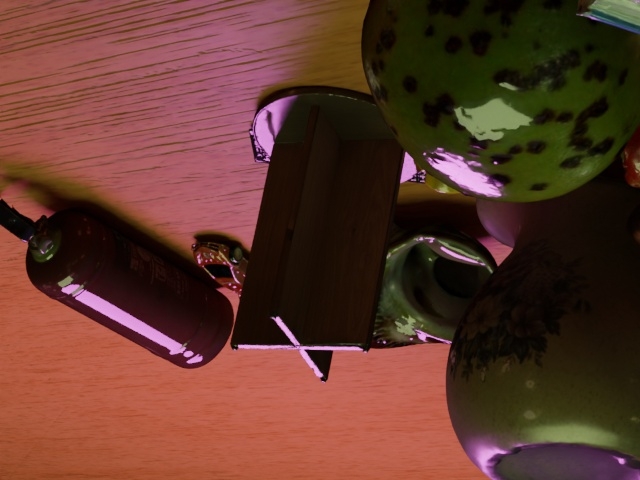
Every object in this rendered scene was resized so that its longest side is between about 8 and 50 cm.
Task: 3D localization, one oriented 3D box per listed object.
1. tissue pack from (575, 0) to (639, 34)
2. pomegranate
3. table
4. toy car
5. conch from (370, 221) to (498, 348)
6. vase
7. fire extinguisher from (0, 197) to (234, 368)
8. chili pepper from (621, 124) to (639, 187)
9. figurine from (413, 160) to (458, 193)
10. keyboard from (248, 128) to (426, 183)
[{"bbox_3d":[0.312,-0.204,1.215,0.263,0.198,0.146,18,154,-16],"label":"tissue pack"},{"bbox_3d":[0.164,-0.164,1.416,0.286,0.231,0.231,-36,136,23],"label":"pomegranate"},{"bbox_3d":[0.000,0.000,1.800,0.167,0.226,0.167,9,153,5],"label":"table"},{"bbox_3d":[-0.097,0.034,2.202,0.059,0.035,0.122,0,157,35],"label":"toy car"},{"bbox_3d":[0.086,0.034,2.013,0.181,0.124,0.187,28,126,-12],"label":"conch"},{"bbox_3d":[0.269,0.063,1.767,0.241,0.302,0.329,26,149,-30],"label":"vase"},{"bbox_3d":[-0.251,0.030,2.202,0.344,0.102,0.138,33,-176,-42],"label":"fire extinguisher"},{"bbox_3d":[0.316,-0.075,1.698,0.123,0.073,0.070,5,117,11],"label":"chili pepper"},{"bbox_3d":[0.166,-0.087,1.722,0.178,0.109,0.129,21,134,-31],"label":"figurine"},{"bbox_3d":[0.033,-0.078,1.899,0.202,0.011,0.067,8,157,8],"label":"keyboard"}]
